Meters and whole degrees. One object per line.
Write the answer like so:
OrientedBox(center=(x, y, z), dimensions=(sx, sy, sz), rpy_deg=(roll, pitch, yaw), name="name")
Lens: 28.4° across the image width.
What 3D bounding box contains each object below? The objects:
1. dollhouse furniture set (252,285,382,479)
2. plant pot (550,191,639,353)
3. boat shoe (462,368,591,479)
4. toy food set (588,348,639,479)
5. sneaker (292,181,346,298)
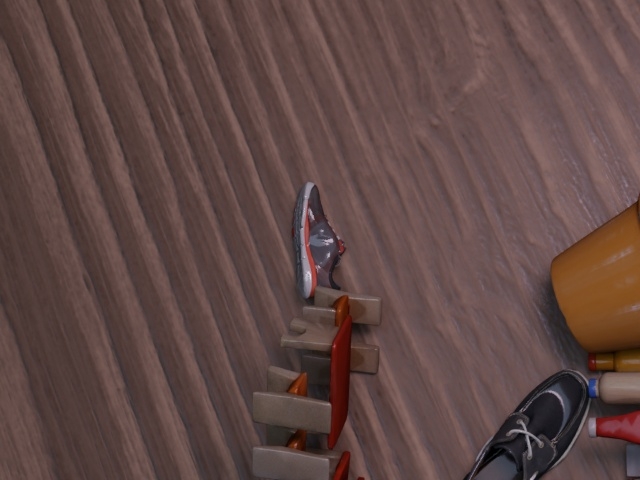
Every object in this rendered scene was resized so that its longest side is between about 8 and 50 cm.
OrientedBox(center=(0.020, 0.219, 1.552), dimensions=(0.135, 0.262, 0.259), rpy_deg=(9, 117, 13), name="dollhouse furniture set")
OrientedBox(center=(0.388, 0.045, 1.514), dimensions=(0.188, 0.205, 0.205), rpy_deg=(-24, 76, 26), name="plant pot")
OrientedBox(center=(0.253, 0.257, 1.565), dimensions=(0.084, 0.079, 0.233), rpy_deg=(41, 91, 17), name="boat shoe")
OrientedBox(center=(0.373, 0.240, 1.522), dimensions=(0.105, 0.111, 0.232), rpy_deg=(-2, 80, 19), name="toy food set")
OrientedBox(center=(0.000, 0.000, 1.685), dimensions=(0.065, 0.061, 0.158), rpy_deg=(0, 82, -14), name="sneaker")
